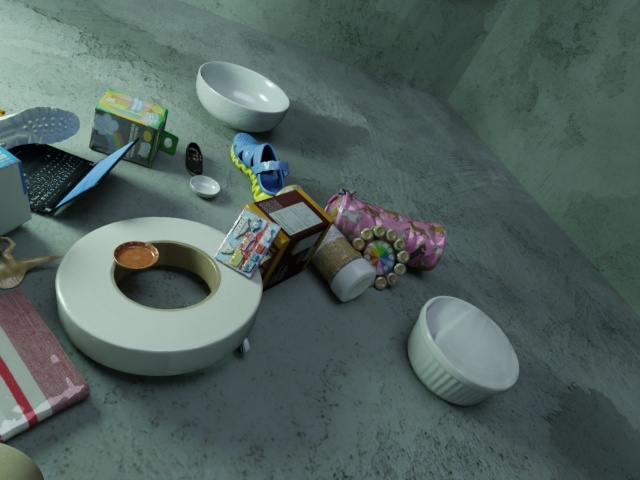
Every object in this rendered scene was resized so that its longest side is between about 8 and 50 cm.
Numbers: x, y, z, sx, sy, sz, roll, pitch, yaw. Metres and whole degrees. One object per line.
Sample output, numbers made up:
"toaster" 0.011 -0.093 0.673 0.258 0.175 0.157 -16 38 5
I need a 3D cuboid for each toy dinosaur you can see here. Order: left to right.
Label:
"toy dinosaur" -0.586 0.045 0.840 0.183 0.053 0.093 -27 78 -42

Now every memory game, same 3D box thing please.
"memory game" 0.170 0.047 1.280 0.186 0.012 0.187 1 87 -17

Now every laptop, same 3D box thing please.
"laptop" -0.598 -0.183 1.022 0.264 0.137 0.234 22 36 -11

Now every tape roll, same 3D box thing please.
"tape roll" -0.309 0.091 0.901 0.391 0.072 0.392 13 35 -9

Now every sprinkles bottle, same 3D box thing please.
"sprinkles bottle" 0.000 0.000 1.230 0.121 0.121 0.355 -12 52 -43

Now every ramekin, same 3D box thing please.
"ramekin" 0.343 0.281 1.122 0.272 0.127 0.273 19 37 -15

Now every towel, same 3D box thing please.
"towel" -0.554 0.220 0.648 0.237 0.037 0.328 45 40 17

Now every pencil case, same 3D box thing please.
"pencil case" 0.199 -0.030 1.381 0.385 0.167 0.160 20 4 -14

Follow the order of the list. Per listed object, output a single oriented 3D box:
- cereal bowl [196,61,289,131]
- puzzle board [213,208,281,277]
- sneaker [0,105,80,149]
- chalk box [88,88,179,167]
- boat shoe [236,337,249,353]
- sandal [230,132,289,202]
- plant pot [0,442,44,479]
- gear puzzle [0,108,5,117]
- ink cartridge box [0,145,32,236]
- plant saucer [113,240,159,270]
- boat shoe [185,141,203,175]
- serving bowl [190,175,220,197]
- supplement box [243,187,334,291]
"cereal bowl" -0.289 -0.500 1.623 0.338 0.141 0.339 18 37 -14
"puzzle board" -0.156 0.003 0.951 0.096 0.011 0.128 27 76 13
"sneaker" -0.704 -0.270 1.063 0.234 0.090 0.094 -20 28 -30
"chalk box" -0.504 -0.303 1.241 0.212 0.132 0.132 17 37 -19
"boat shoe" -0.199 0.185 0.932 0.040 0.049 0.142 -20 52 -38
"sandal" -0.180 -0.248 1.397 0.126 0.138 0.317 -7 47 -37
"plant pot" -0.410 0.351 0.439 0.256 0.257 0.274 21 19 -11
"gear puzzle" -0.943 -0.339 1.049 0.338 0.044 0.176 11 39 -24
"ink cartridge box" -0.697 -0.117 0.819 0.232 0.171 0.168 35 46 6
"plant saucer" -0.363 0.031 0.881 0.083 0.013 0.084 13 35 -9
"boat shoe" -0.377 -0.244 1.335 0.048 0.042 0.133 6 43 -32
"serving bowl" -0.328 -0.147 1.261 0.083 0.027 0.083 19 37 -15
"supplement box" -0.105 0.001 1.094 0.129 0.191 0.194 44 37 17
